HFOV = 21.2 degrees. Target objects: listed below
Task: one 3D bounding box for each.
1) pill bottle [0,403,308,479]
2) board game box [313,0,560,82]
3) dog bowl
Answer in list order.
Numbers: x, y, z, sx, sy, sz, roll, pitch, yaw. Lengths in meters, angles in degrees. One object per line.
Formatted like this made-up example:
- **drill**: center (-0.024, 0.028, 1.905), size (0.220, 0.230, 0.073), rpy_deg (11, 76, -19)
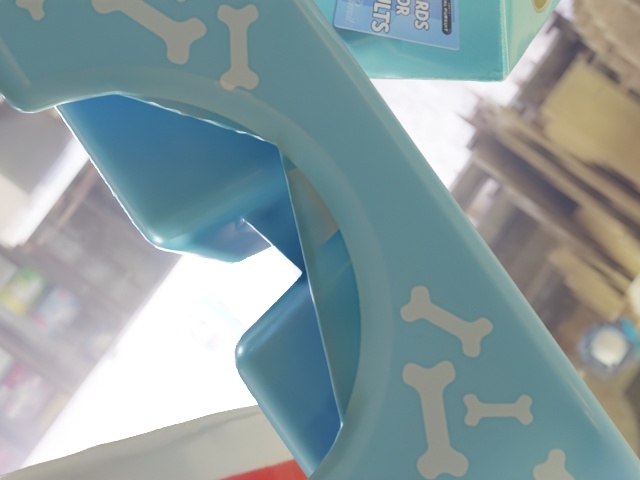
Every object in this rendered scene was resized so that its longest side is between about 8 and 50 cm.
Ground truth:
- **pill bottle**: center (-0.041, 0.239, 0.713), size (0.176, 0.176, 0.319), rpy_deg (104, 150, -81)
- **board game box**: center (0.076, -0.243, 0.678), size (0.079, 0.336, 0.254), rpy_deg (4, 119, 21)
- **dog bowl**: center (0.000, 0.000, 0.467), size (0.297, 0.074, 0.166), rpy_deg (56, -176, 7)
